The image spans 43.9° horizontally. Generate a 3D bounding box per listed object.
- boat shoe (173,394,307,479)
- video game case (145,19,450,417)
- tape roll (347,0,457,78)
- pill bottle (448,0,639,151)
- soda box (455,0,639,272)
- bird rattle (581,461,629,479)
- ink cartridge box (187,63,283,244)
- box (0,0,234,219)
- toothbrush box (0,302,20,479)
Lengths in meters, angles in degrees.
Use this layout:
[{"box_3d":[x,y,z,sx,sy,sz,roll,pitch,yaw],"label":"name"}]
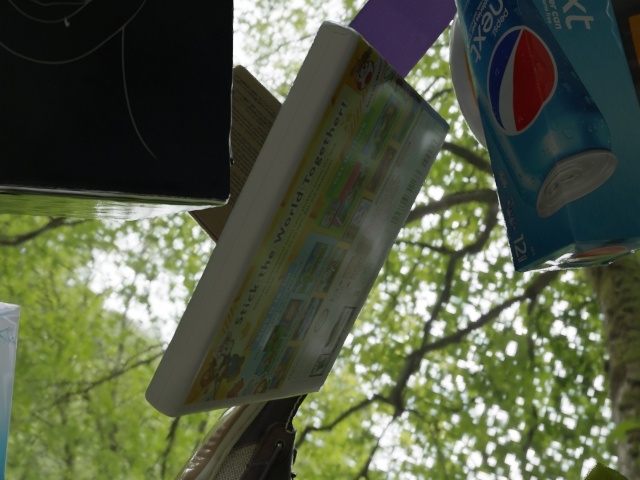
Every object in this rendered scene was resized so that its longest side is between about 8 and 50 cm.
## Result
[{"box_3d":[-0.068,0.208,0.712,0.092,0.285,0.103,39,-37,-2],"label":"boat shoe"},{"box_3d":[0.000,0.000,0.507,0.026,0.227,0.206,28,5,23],"label":"video game case"},{"box_3d":[0.086,-0.265,1.005,0.090,0.275,0.275,39,-36,-7],"label":"tape roll"},{"box_3d":[0.260,-0.167,0.650,0.278,0.162,0.162,-10,-50,40],"label":"pill bottle"},{"box_3d":[0.145,-0.090,0.495,0.071,0.210,0.067,-3,-17,-19],"label":"soda box"},{"box_3d":[0.107,0.231,0.362,0.207,0.253,0.143,29,-49,43],"label":"bird rattle"},{"box_3d":[-0.100,-0.093,1.072,0.235,0.193,0.088,46,-7,21],"label":"ink cartridge box"},{"box_3d":[-0.331,-0.265,0.634,0.479,0.472,0.297,3,-2,-29],"label":"box"},{"box_3d":[-0.444,0.190,0.824,0.216,0.296,0.126,16,-56,-26],"label":"toothbrush box"}]
